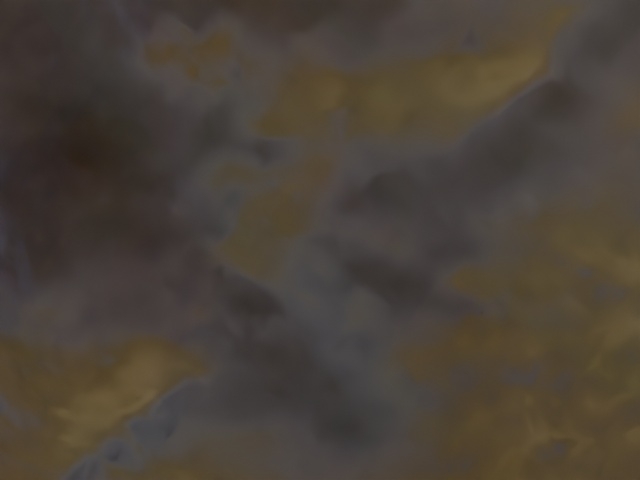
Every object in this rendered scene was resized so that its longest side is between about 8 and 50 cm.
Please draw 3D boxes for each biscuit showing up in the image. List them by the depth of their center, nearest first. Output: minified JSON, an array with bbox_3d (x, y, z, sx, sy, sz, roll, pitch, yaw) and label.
[{"bbox_3d":[0.000,0.000,0.550,0.446,0.429,0.104,-46,-1,28],"label":"biscuit"}]
